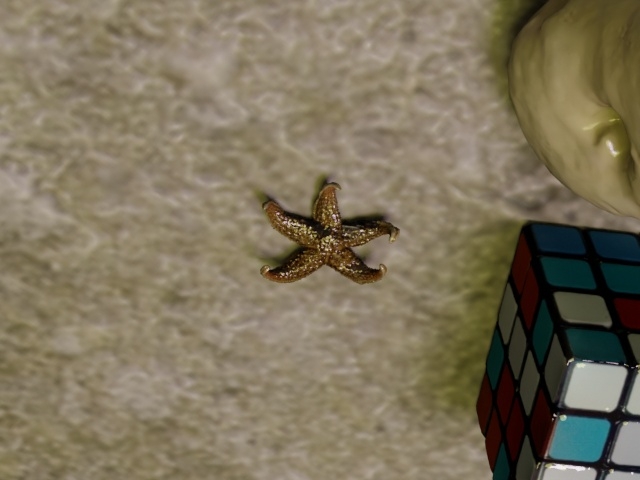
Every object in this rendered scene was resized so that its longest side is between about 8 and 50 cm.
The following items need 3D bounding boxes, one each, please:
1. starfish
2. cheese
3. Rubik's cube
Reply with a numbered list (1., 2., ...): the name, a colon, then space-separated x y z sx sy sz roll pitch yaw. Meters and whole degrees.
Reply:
1. starfish: 0.000 0.000 1.037 0.091 0.028 0.078 30 110 -16
2. cheese: 0.246 -0.104 0.923 0.248 0.251 0.173 -32 109 -25
3. Rubik's cube: 0.195 0.097 1.036 0.154 0.151 0.155 5 121 -8
